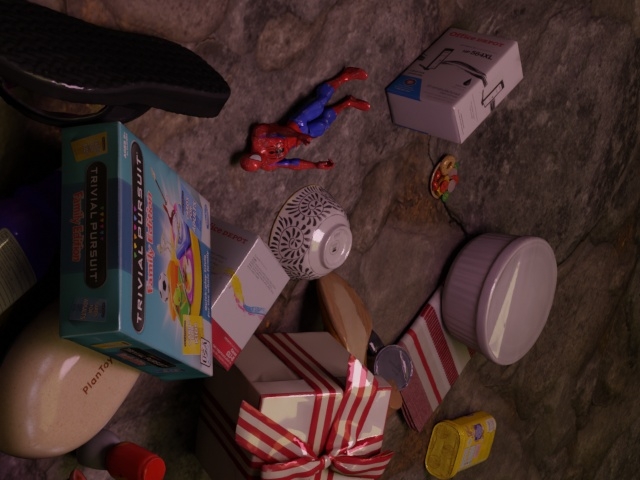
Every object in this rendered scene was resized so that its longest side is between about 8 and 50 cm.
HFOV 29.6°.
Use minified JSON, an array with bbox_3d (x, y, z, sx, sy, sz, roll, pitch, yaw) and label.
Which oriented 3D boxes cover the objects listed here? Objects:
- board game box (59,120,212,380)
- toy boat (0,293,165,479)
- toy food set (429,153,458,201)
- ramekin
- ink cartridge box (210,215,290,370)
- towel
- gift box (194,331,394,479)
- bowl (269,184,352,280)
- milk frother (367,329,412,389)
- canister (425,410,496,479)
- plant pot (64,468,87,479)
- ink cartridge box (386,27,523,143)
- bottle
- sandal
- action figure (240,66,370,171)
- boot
[{"bbox_3d":[-0.225,0.027,1.541,0.336,0.079,0.254,48,37,-70],"label":"board game box"},{"bbox_3d":[-0.328,0.219,1.650,0.267,0.148,0.318,-50,134,-32],"label":"toy boat"},{"bbox_3d":[0.237,-0.118,2.303,0.083,0.020,0.082,-59,144,-14],"label":"toy food set"},{"bbox_3d":[0.355,0.107,2.441,0.273,0.127,0.273,-26,125,-45],"label":"ramekin"},{"bbox_3d":[-0.157,0.073,1.787,0.176,0.128,0.127,-56,144,-16],"label":"ink cartridge box"},{"bbox_3d":[0.246,0.202,2.478,0.329,0.037,0.237,-50,139,-26],"label":"towel"},{"bbox_3d":[-0.050,0.276,1.881,0.255,0.258,0.276,-5,113,-26],"label":"gift box"},{"bbox_3d":[0.000,0.000,2.000,0.170,0.080,0.170,-30,131,-42],"label":"bowl"},{"bbox_3d":[0.064,0.237,2.163,0.129,0.134,0.143,44,66,-20],"label":"milk frother"},{"bbox_3d":[0.312,0.447,2.662,0.170,0.073,0.126,-5,112,-53],"label":"canister"},{"bbox_3d":[-0.392,0.463,1.528,0.265,0.272,0.272,-19,130,-7],"label":"plant pot"},{"bbox_3d":[0.235,-0.274,2.105,0.203,0.148,0.086,-47,138,-29],"label":"ink cartridge box"},{"bbox_3d":[-0.390,0.013,1.476,0.283,0.092,0.118,-46,140,-28],"label":"bottle"},{"bbox_3d":[-0.281,-0.190,1.469,0.445,0.167,0.107,5,127,-55],"label":"sandal"},{"bbox_3d":[0.000,-0.169,1.867,0.280,0.139,0.091,-36,133,-34],"label":"action figure"},{"bbox_3d":[0.007,0.221,2.091,0.104,0.295,0.211,1,147,-48],"label":"boot"}]
